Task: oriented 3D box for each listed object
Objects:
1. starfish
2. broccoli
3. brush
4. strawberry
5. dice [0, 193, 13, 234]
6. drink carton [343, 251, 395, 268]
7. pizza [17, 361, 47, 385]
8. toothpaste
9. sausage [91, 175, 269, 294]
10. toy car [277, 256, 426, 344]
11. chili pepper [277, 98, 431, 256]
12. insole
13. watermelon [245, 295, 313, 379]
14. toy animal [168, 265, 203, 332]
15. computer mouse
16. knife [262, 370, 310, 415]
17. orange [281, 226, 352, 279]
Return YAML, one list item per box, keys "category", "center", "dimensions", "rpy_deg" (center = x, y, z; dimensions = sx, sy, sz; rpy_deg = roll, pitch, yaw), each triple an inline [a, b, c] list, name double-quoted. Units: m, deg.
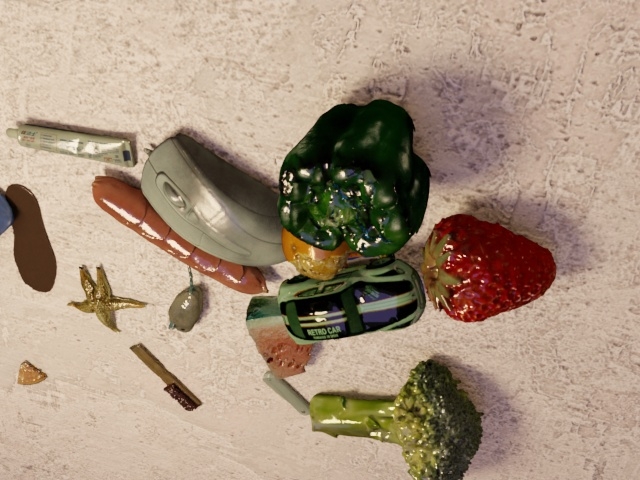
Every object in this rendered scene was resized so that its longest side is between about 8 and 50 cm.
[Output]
- category: "starfish"
  center: [-0.523, 0.149, 1.744]
  dimensions: [0.216, 0.050, 0.224]
  rpy_deg: [-3, 131, 10]
- category: "broccoli"
  center: [0.175, 0.407, 1.655]
  dimensions: [0.397, 0.275, 0.353]
  rpy_deg: [34, 113, 15]
- category: "brush"
  center: [-0.403, 0.360, 1.873]
  dimensions: [0.043, 0.036, 0.248]
  rpy_deg: [-26, 116, 27]
- category: "strawberry"
  center: [0.315, 0.053, 1.331]
  dimensions: [0.244, 0.205, 0.205]
  rpy_deg: [0, 131, -13]
- category: "dice"
  center: [-0.783, -0.043, 1.595]
  dimensions: [0.146, 0.146, 0.143]
  rpy_deg: [-22, 114, 33]
- category: "drink carton"
  center: [0.063, 0.029, 1.461]
  dimensions: [0.165, 0.056, 0.071]
  rpy_deg: [-5, 132, 21]
- category: "pizza"
  center: [-0.805, 0.364, 2.004]
  dimensions: [0.083, 0.025, 0.078]
  rpy_deg: [-8, 111, 1]
- category: "toothpaste"
  center: [-0.506, -0.197, 1.459]
  dimensions: [0.268, 0.047, 0.069]
  rpy_deg: [11, 111, 5]
- category: "sausage"
  center: [-0.294, -0.002, 1.526]
  dimensions: [0.433, 0.088, 0.088]
  rpy_deg: [33, 129, -9]
- category: "toy car"
  center: [0.047, 0.128, 1.402]
  dimensions: [0.305, 0.125, 0.136]
  rpy_deg: [-11, 102, 26]
- category: "chili pepper"
  center: [0.064, -0.111, 1.223]
  dimensions: [0.248, 0.257, 0.233]
  rpy_deg: [13, 135, 8]
- category: "insole"
  center: [-0.678, 0.004, 1.694]
  dimensions: [0.111, 0.007, 0.328]
  rpy_deg: [12, 130, 6]
- category: "watermelon"
  center: [-0.082, 0.233, 1.656]
  dimensions: [0.154, 0.094, 0.241]
  rpy_deg: [1, 129, 4]
- category: "toy animal"
  center: [-0.306, 0.117, 1.635]
  dimensions: [0.079, 0.070, 0.253]
  rpy_deg: [3, 127, -6]
- category: "computer mouse"
  center: [-0.208, -0.060, 1.436]
  dimensions: [0.371, 0.122, 0.188]
  rpy_deg: [35, 128, -8]
- category: "knife"
  center: [-0.084, 0.384, 1.802]
  dimensions: [0.044, 0.023, 0.162]
  rpy_deg: [-31, 113, 31]
- category: "orange"
  center: [0.000, 0.000, 1.372]
  dimensions: [0.156, 0.134, 0.157]
  rpy_deg: [43, 144, 43]
